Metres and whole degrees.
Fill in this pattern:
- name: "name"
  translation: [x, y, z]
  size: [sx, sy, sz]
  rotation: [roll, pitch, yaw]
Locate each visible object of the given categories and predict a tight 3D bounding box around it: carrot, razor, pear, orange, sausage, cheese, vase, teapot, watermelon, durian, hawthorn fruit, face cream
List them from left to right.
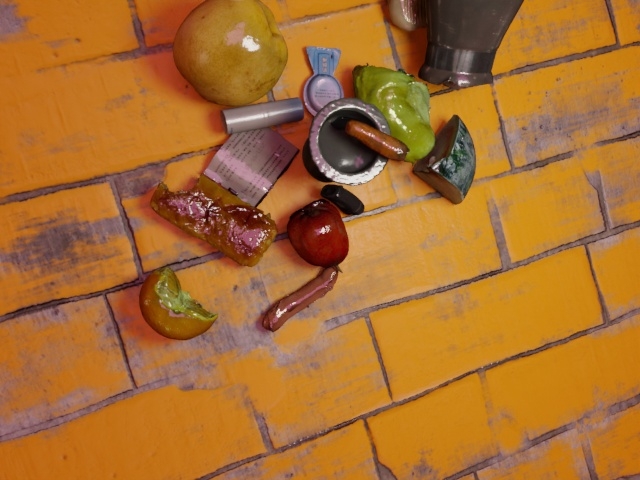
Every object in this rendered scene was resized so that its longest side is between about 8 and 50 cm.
- name: "orange"
  translation: [-0.435, 0.202, 1.365]
  size: [0.237, 0.179, 0.158]
  rotation: [45, 80, -10]
- name: "pear"
  translation: [-0.252, -0.539, 1.329]
  size: [0.315, 0.314, 0.314]
  rotation: [0, 91, -12]
- name: "face cream"
  translation: [-0.179, -0.389, 1.440]
  size: [0.250, 0.077, 0.077]
  rotation: [-15, 94, -20]
- name: "sausage"
  translation: [-0.061, 0.187, 1.497]
  size: [0.304, 0.078, 0.078]
  rotation: [-35, 98, -11]
- name: "hawthorn fruit"
  translation: [0.000, 0.000, 1.457]
  size: [0.190, 0.189, 0.251]
  rotation: [-25, 104, -10]
- name: "cheese"
  translation: [0.011, -0.505, 1.506]
  size: [0.135, 0.052, 0.244]
  rotation: [0, 90, -14]
- name: "vase"
  translation: [0.055, -0.268, 1.399]
  size: [0.245, 0.291, 0.244]
  rotation: [0, 90, -12]
- name: "razor"
  translation: [0.070, -0.132, 1.482]
  size: [0.148, 0.090, 0.054]
  rotation: [32, 69, -41]
- name: "carrot"
  translation: [0.150, -0.270, 1.246]
  size: [0.186, 0.060, 0.060]
  rotation: [26, 86, -5]
- name: "durian"
  translation: [0.237, -0.408, 1.473]
  size: [0.256, 0.204, 0.339]
  rotation: [-4, 85, -8]
- name: "watermelon"
  translation: [0.401, -0.278, 1.526]
  size: [0.320, 0.214, 0.289]
  rotation: [10, 84, -56]
- name: "teapot"
  translation: [0.452, -0.667, 1.426]
  size: [0.306, 0.376, 0.361]
  rotation: [17, 123, 17]

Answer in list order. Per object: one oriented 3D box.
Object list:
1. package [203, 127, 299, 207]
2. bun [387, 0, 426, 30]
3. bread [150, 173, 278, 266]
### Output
- name: "package"
  translation: [-0.212, -0.251, 1.463]
  size: [0.204, 0.062, 0.250]
  rotation: [37, 81, -11]
- name: "bun"
  translation: [0.305, -0.785, 1.525]
  size: [0.179, 0.128, 0.193]
  rotation: [-2, 103, -13]
- name: "bread"
  translation: [-0.321, -0.077, 1.420]
  size: [0.380, 0.109, 0.185]
  rotation: [31, 86, -9]
